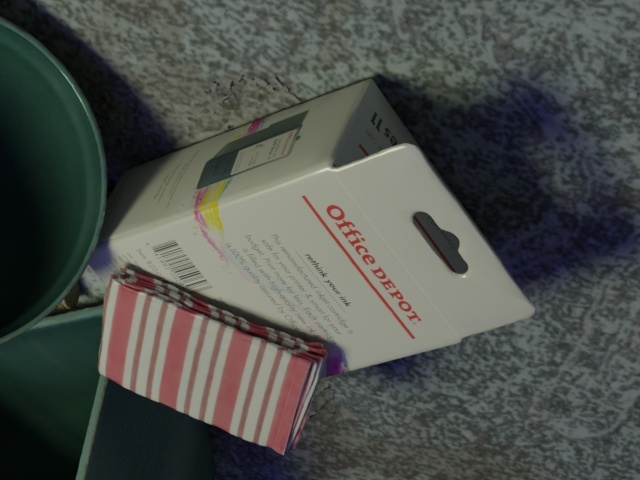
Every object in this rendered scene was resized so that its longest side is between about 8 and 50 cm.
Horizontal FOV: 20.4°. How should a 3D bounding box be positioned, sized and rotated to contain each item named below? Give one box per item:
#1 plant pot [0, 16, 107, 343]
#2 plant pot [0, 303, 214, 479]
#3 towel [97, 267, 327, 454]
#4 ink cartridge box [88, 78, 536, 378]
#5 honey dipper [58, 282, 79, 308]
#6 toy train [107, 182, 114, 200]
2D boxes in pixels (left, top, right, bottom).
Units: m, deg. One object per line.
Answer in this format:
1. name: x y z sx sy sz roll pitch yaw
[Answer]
1. plant pot: -0.351 -0.041 1.522 0.293 0.293 0.196 39 160 -15
2. plant pot: -0.241 0.244 1.754 0.247 0.247 0.252 -11 142 30
3. towel: -0.098 0.104 1.538 0.197 0.029 0.144 23 138 5
4. ink cartridge box: 0.000 0.000 1.498 0.353 0.119 0.207 -17 123 35
5. honey dipper: -0.310 0.045 1.739 0.161 0.030 0.030 5 133 24
6. toy train: -0.215 -0.048 1.618 0.083 0.017 0.023 19 145 5
